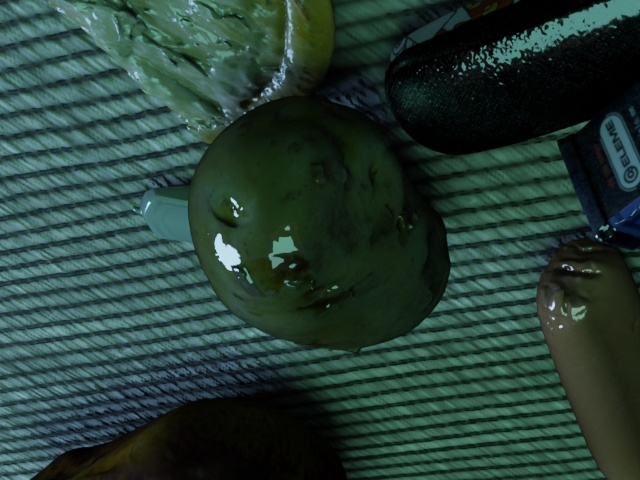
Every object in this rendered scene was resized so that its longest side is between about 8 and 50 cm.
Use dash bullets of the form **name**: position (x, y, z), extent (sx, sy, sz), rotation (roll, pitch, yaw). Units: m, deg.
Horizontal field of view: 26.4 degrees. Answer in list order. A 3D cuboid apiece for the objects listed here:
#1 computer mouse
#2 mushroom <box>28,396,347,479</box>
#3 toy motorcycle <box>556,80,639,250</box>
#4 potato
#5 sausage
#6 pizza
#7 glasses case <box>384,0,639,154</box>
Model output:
- **computer mouse**: position (-0.093, -0.022, 1.079), extent (0.110, 0.032, 0.056), rotation (10, 137, 9)
- **mushroom**: position (-0.122, 0.307, 1.276), extent (0.345, 0.259, 0.345), rotation (4, 139, 4)
- **toy motorcycle**: position (0.343, -0.046, 0.900), extent (0.358, 0.125, 0.212), rotation (14, 138, -36)
- **potato**: position (0.000, 0.000, 0.979), extent (0.165, 0.165, 0.262), rotation (-9, 151, 17)
- **sausage**: position (0.243, 0.110, 1.141), extent (0.086, 0.086, 0.289), rotation (-9, 137, 17)
- **pizza**: position (-0.101, -0.165, 0.919), extent (0.262, 0.034, 0.181), rotation (33, 133, -25)
- **glasses case**: position (0.168, -0.129, 0.897), extent (0.267, 0.067, 0.103), rotation (-18, 133, 24)
